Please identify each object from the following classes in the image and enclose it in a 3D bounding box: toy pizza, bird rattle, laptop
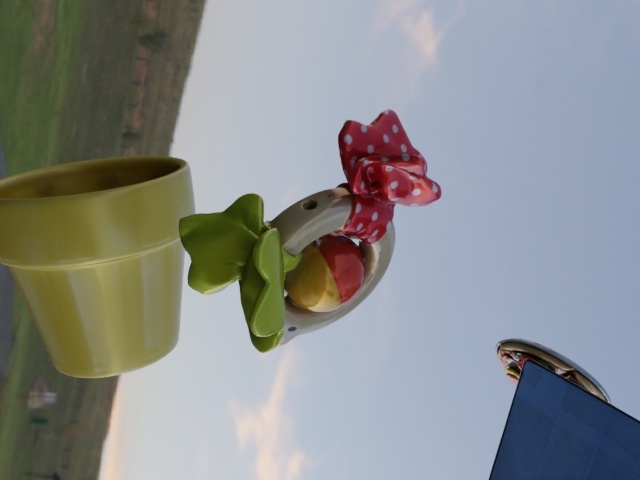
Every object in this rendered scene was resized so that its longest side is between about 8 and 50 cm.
[{"bbox_3d":[0.360,0.227,1.212,0.032,0.201,0.201,-51,-171,-20],"label":"toy pizza"},{"bbox_3d":[0.000,0.000,0.731,0.143,0.253,0.207,40,-25,33],"label":"bird rattle"},{"bbox_3d":[0.328,0.431,0.921,0.408,0.236,0.382,-68,167,-61],"label":"laptop"}]

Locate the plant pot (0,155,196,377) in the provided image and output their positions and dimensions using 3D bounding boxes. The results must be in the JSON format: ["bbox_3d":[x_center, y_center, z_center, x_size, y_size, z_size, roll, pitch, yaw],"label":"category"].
[{"bbox_3d":[-0.277,0.032,0.974,0.254,0.253,0.239,-141,-136,-69],"label":"plant pot"}]
